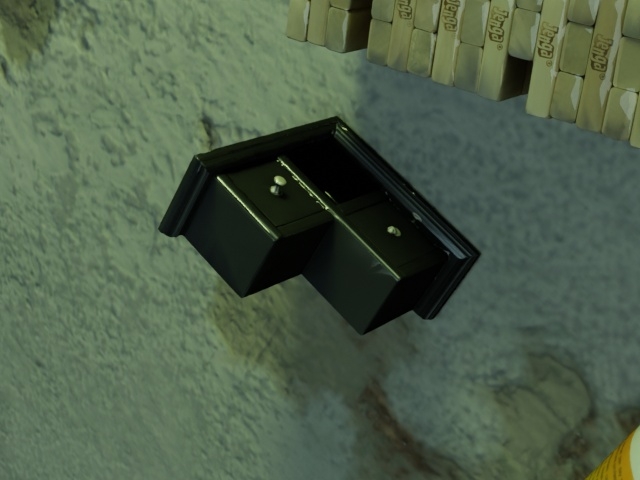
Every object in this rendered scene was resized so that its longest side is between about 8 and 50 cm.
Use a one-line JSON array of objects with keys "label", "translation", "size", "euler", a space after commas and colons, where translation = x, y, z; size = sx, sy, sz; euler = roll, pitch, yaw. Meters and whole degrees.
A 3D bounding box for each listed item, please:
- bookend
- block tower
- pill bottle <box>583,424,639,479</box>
[{"label": "bookend", "translation": [0.000, 0.000, 0.831], "size": [0.156, 0.157, 0.072], "euler": [46, 128, 20]}, {"label": "block tower", "translation": [0.136, -0.131, 0.718], "size": [0.335, 0.097, 0.091], "euler": [22, 118, 32]}, {"label": "pill bottle", "translation": [0.222, 0.183, 0.718], "size": [0.136, 0.136, 0.245], "euler": [47, 128, 18]}]
